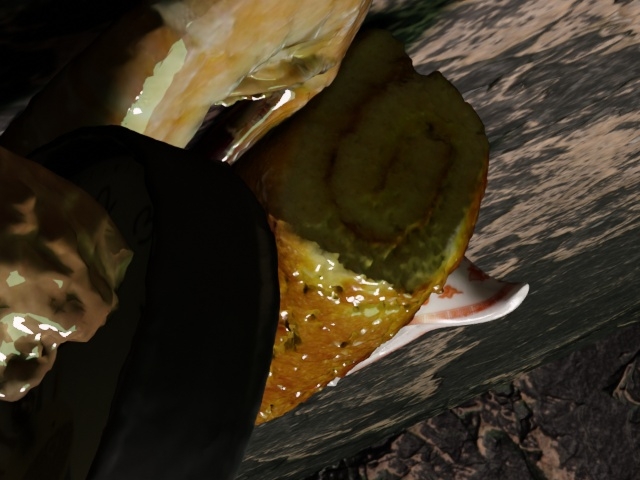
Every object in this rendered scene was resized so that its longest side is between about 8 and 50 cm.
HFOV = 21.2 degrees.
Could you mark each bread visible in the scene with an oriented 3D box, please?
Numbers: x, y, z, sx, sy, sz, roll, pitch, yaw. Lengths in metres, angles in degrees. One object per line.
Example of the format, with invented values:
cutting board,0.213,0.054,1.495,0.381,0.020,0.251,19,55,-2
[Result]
bread,0.000,0.000,0.785,0.172,0.103,0.132,-46,-163,56

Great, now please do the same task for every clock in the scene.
clock,-0.084,0.051,0.503,0.040,0.184,0.184,29,135,-30

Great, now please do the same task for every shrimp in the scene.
shrimp,-0.082,-0.013,0.652,0.296,0.058,0.169,-45,164,14

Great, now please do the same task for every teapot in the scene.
teapot,-0.001,0.049,1.060,0.245,0.116,0.159,-32,179,19

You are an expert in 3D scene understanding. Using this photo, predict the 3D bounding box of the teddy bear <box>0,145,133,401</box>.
teddy bear,-0.220,0.068,0.415,0.296,0.222,0.246,-17,138,37
